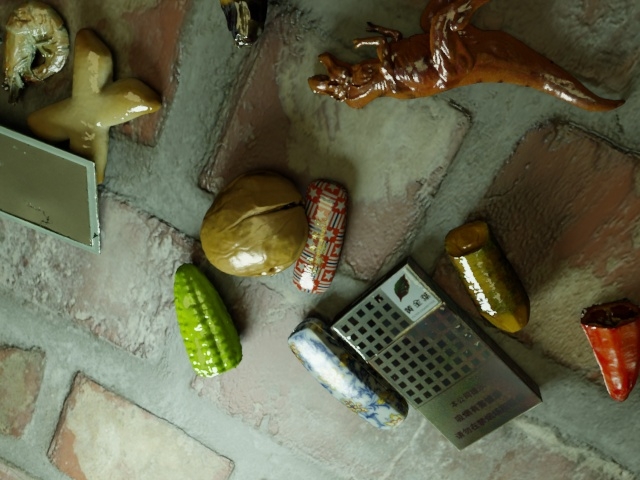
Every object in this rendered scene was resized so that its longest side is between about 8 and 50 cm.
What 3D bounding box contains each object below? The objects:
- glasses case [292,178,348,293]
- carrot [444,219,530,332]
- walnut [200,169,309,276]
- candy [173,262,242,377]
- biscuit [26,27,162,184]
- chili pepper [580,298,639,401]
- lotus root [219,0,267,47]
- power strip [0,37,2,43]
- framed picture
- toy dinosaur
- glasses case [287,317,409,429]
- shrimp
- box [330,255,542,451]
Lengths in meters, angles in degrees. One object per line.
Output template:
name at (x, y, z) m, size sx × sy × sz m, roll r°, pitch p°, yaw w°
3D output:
glasses case at (0.000, 0.000, 0.867) m, size 0.073 × 0.049 × 0.195 m, roll 13°, pitch 114°, yaw 7°
carrot at (0.255, 0.058, 0.814) m, size 0.082 × 0.082 × 0.173 m, roll -29°, pitch 106°, yaw 22°
walnut at (-0.120, -0.011, 0.847) m, size 0.211 × 0.087 × 0.167 m, roll -32°, pitch 91°, yaw 33°
candy at (-0.206, 0.138, 0.951) m, size 0.096 × 0.097 × 0.210 m, roll -13°, pitch 103°, yaw 18°
biscuit at (-0.371, -0.207, 0.871) m, size 0.164 × 0.047 × 0.208 m, roll 43°, pitch 115°, yaw -8°
chili pepper at (0.456, 0.181, 0.831) m, size 0.088 × 0.065 × 0.169 m, roll -11°, pitch 112°, yaw 18°
lotus root at (-0.126, -0.402, 0.668) m, size 0.182 × 0.183 × 0.310 m, roll -13°, pitch 111°, yaw 18°
power strip at (-0.559, -0.372, 0.839) m, size 0.215 × 0.061 × 0.145 m, roll -15°, pitch 107°, yaw 19°
framed picture at (-0.504, -0.099, 0.935) m, size 0.273 × 0.016 × 0.217 m, roll 22°, pitch 131°, yaw 3°
toy dinosaur at (0.181, -0.259, 0.694) m, size 0.431 × 0.097 × 0.208 m, roll 4°, pitch 126°, yaw 15°
glasses case at (0.048, 0.235, 0.941) m, size 0.248 × 0.065 × 0.087 m, roll 45°, pitch 126°, yaw -8°
shrimp at (-0.463, -0.294, 0.867) m, size 0.099 × 0.041 × 0.180 m, roll 28°, pitch 115°, yaw -16°
box at (0.192, 0.197, 0.905) m, size 0.325 × 0.047 × 0.180 m, roll 44°, pitch 114°, yaw -8°
